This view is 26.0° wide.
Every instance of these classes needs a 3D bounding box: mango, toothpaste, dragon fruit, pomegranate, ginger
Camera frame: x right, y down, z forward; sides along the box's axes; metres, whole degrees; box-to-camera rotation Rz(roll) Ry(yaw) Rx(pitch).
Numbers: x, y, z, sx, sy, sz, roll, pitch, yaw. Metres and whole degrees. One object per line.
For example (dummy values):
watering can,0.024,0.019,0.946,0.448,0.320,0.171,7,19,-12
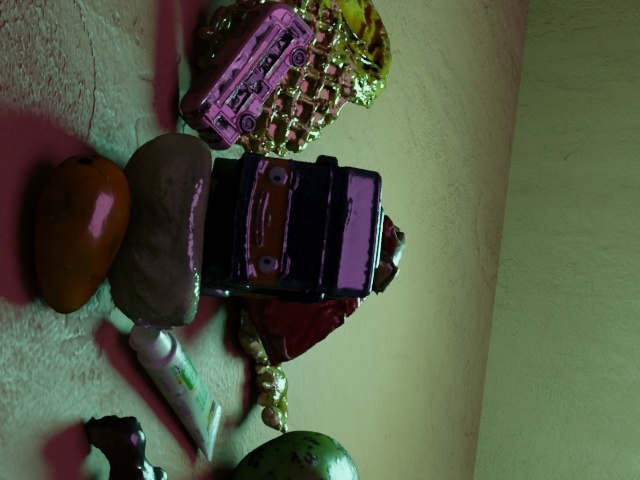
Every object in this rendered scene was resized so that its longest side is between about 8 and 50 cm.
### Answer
mango,-0.247,-0.008,1.418,0.111,0.089,0.163,48,56,-67
toothpaste,-0.173,0.184,1.730,0.058,0.056,0.314,-38,149,-10
dragon fruit,0.000,0.000,1.929,0.152,0.205,0.317,58,21,-23
pomegranate,-0.007,0.376,1.922,0.214,0.247,0.214,21,90,-75
ginger,-0.080,0.180,1.988,0.176,0.052,0.193,68,17,-71

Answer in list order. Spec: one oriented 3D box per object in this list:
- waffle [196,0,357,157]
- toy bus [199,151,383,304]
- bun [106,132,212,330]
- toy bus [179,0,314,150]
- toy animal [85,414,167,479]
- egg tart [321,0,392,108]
waffle,-0.058,-0.231,1.849,0.245,0.052,0.254,-41,126,-28
toy bus,-0.050,-0.006,1.658,0.323,0.194,0.162,161,-64,-76
bun,-0.181,-0.013,1.532,0.221,0.108,0.221,-173,-90,-83
toy bus,-0.093,-0.211,1.752,0.090,0.063,0.203,44,72,-29
toy animal,-0.190,0.348,1.617,0.343,0.106,0.168,64,35,-49
egg tart,0.000,-0.325,2.053,0.297,0.132,0.297,-13,90,-69
